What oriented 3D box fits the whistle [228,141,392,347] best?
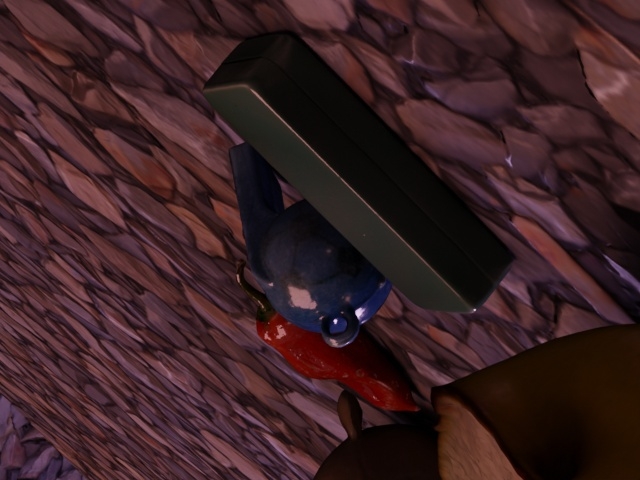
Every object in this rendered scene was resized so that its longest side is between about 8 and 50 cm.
[{"bbox_3d":[0.000,0.000,1.182,0.090,0.090,0.158,57,-163,-49],"label":"whistle"}]

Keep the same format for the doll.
[{"bbox_3d":[0.075,0.271,1.573,0.330,0.174,0.235,70,-178,-52],"label":"doll"}]

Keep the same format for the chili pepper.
[{"bbox_3d":[0.002,0.077,1.426,0.191,0.050,0.059,38,151,-26],"label":"chili pepper"}]

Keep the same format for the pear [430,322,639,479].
[{"bbox_3d":[0.214,0.193,0.951,0.340,0.191,0.386,48,162,51],"label":"pear"}]

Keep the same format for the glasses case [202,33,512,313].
[{"bbox_3d":[0.020,-0.034,1.072,0.184,0.039,0.078,44,164,-18],"label":"glasses case"}]
